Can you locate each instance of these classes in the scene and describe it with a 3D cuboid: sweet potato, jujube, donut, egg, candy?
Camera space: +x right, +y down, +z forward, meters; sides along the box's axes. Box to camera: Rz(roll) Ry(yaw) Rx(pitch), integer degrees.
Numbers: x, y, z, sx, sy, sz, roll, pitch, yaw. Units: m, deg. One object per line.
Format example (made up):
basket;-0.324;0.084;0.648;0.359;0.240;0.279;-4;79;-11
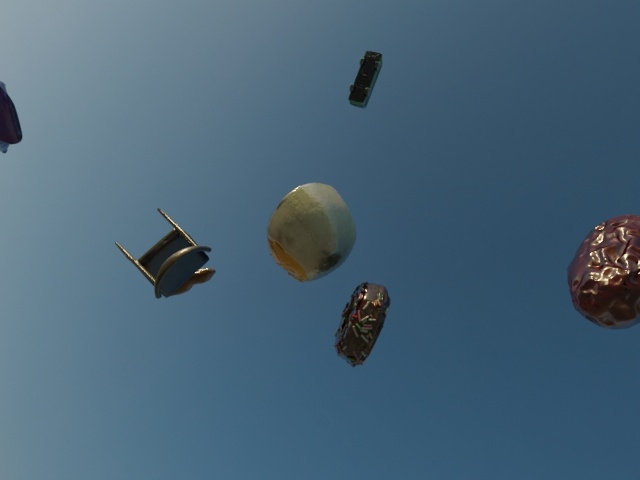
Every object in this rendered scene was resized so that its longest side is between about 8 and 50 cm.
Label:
sweet potato;-0.495;0.156;1.551;0.218;0.051;0.065;-26;-56;4
jujube;0.256;0.027;0.352;0.077;0.129;0.077;29;-44;31
donut;0.120;0.246;1.250;0.103;0.270;0.270;25;-64;0
egg;0.000;0.000;1.336;0.201;0.337;0.337;43;-58;40
candy;-0.595;-0.236;0.745;0.275;0.070;0.145;7;-63;47

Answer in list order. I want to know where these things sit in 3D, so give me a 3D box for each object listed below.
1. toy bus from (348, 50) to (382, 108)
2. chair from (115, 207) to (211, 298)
toy bus;0.069;-0.243;0.628;0.031;0.037;0.083;20;-94;13
chair;-0.427;0.056;1.180;0.272;0.188;0.166;29;-24;42
